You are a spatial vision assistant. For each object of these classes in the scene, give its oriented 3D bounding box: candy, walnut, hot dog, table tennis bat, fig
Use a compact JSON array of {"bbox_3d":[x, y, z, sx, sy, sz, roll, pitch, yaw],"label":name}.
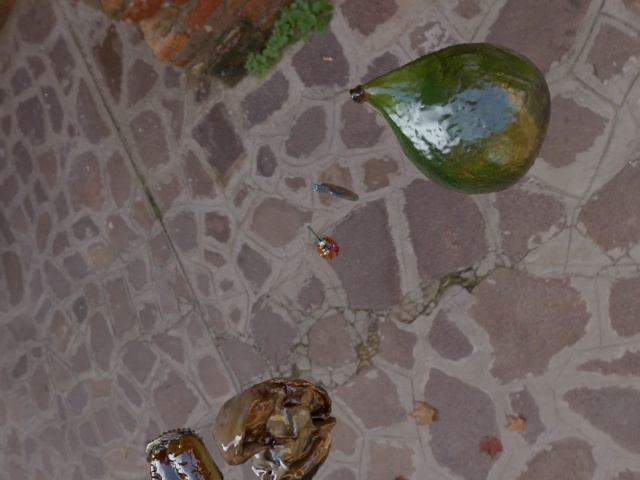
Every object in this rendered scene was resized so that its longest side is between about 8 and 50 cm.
[{"bbox_3d":[0.000,0.000,1.132,0.061,0.201,0.060,-5,72,14],"label":"candy"},{"bbox_3d":[-0.085,0.340,0.872,0.141,0.204,0.238,11,141,47],"label":"walnut"},{"bbox_3d":[-0.283,0.537,1.008,0.163,0.082,0.270,-28,80,9],"label":"hot dog"},{"bbox_3d":[0.037,-0.130,1.235,0.100,0.155,0.019,38,113,40],"label":"table tennis bat"},{"bbox_3d":[0.163,-0.178,0.625,0.203,0.235,0.203,-52,28,43],"label":"fig"}]
